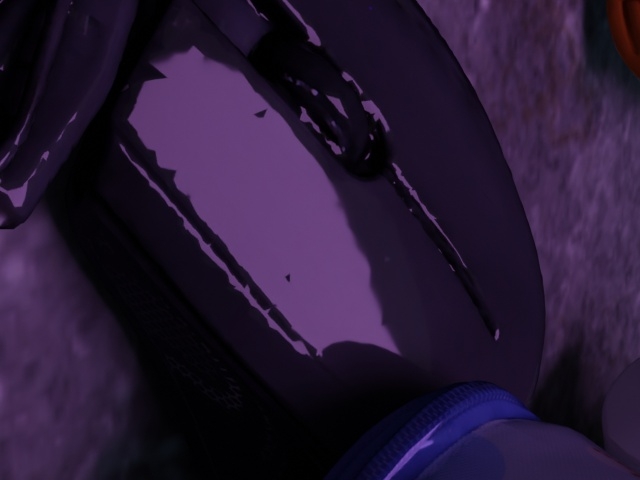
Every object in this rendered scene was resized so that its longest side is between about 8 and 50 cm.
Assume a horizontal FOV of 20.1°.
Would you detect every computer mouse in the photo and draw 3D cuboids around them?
[{"bbox_3d":[0.000,0.000,0.459,0.188,0.072,0.272,-63,143,-29],"label":"computer mouse"}]

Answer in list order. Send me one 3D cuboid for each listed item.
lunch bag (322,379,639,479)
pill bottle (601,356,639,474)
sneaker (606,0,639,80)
[{"bbox_3d":[0.018,0.204,0.456,0.303,0.115,0.243,-55,148,-12],"label":"lunch bag"},{"bbox_3d":[0.169,0.166,0.697,0.146,0.146,0.264,-47,135,-42],"label":"pill bottle"},{"bbox_3d":[0.181,-0.166,0.705,0.121,0.099,0.262,29,79,-65],"label":"sneaker"}]
